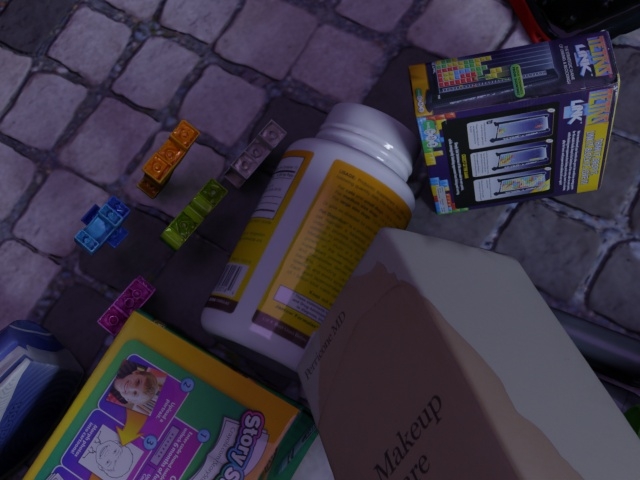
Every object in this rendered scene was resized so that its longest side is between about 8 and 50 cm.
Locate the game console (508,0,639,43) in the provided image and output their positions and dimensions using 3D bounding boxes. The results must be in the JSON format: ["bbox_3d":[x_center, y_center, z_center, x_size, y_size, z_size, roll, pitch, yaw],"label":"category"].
[{"bbox_3d":[0.316,-0.374,0.839,0.387,0.060,0.341,-24,71,3],"label":"game console"}]

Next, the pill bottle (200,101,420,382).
[{"bbox_3d":[0.000,0.000,0.724,0.117,0.117,0.215,22,76,19],"label":"pill bottle"}]

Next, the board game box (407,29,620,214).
[{"bbox_3d":[0.148,-0.084,0.695,0.141,0.170,0.048,-10,66,8],"label":"board game box"}]

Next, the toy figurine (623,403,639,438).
[{"bbox_3d":[0.243,0.203,0.585,0.159,0.173,0.130,24,37,7],"label":"toy figurine"}]

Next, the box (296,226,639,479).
[{"bbox_3d":[0.102,0.145,0.532,0.148,0.121,0.311,-61,32,27],"label":"box"}]

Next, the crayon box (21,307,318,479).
[{"bbox_3d":[-0.142,0.214,0.693,0.165,0.081,0.278,28,77,20],"label":"crayon box"}]

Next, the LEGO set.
[{"bbox_3d":[-0.139,-0.029,0.789,0.087,0.093,0.227,41,74,-6],"label":"LEGO set"}]

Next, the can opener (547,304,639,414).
[{"bbox_3d":[0.217,0.097,0.650,0.284,0.095,0.076,22,75,19],"label":"can opener"}]

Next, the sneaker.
[{"bbox_3d":[-0.369,0.164,0.738,0.182,0.127,0.315,41,84,21],"label":"sneaker"}]
